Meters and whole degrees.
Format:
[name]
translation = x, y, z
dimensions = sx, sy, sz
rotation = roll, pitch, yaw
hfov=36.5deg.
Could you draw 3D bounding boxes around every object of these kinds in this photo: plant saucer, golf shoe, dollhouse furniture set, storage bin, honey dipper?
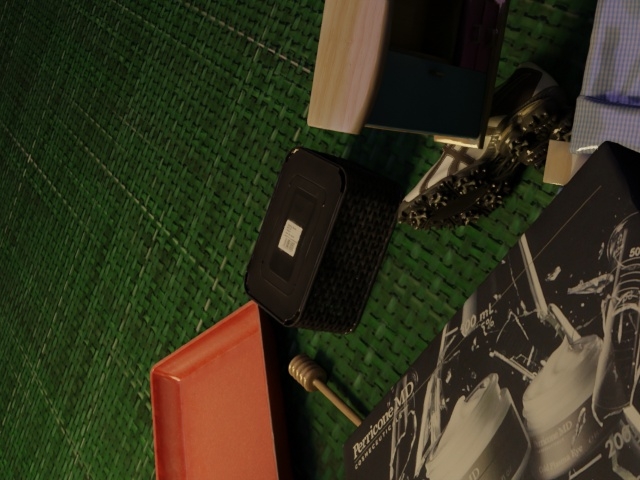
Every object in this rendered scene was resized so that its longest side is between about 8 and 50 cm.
[plant saucer]
translation = -0.119, 0.237, 1.181
dimensions = 0.259, 0.048, 0.258
rotation = -35, 54, 43
[golf shoe]
translation = 0.148, -0.085, 0.910
dimensions = 0.198, 0.077, 0.094
rotation = -37, 49, 28
[dollhouse furniture set]
translation = 0.185, -0.169, 0.696
dimensions = 0.303, 0.198, 0.286
rotation = 15, 100, 35
[storage bin]
translation = 0.000, 0.000, 1.063
dimensions = 0.122, 0.084, 0.180
rotation = 32, 105, 51
[honey dipper]
translation = 0.020, 0.171, 1.037
dimensions = 0.161, 0.030, 0.030
rotation = 35, 108, 48

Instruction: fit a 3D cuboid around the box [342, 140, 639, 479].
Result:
[box]
translation = 0.178, 0.178, 0.603
dimensions = 0.343, 0.179, 0.312
rotation = -55, 24, 33
